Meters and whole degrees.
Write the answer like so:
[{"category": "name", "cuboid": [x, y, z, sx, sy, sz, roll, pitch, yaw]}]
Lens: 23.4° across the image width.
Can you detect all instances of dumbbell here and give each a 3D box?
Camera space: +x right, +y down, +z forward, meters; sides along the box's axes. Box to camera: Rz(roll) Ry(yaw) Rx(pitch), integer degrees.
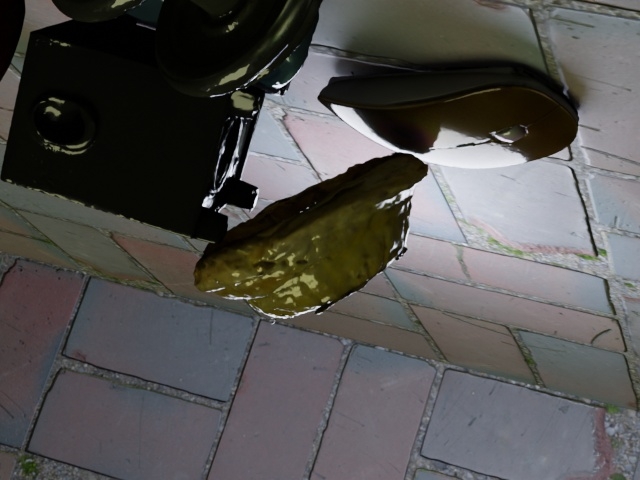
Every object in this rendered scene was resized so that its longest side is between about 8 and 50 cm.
[{"category": "dumbbell", "cuboid": [-0.124, -0.244, 1.370, 0.192, 0.192, 0.290, 3, 159, 45]}]

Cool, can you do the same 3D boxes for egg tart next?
[{"category": "egg tart", "cuboid": [0.000, 0.000, 1.709, 0.115, 0.290, 0.290, 63, 153, -8]}]

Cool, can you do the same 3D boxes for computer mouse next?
[{"category": "computer mouse", "cuboid": [0.133, -0.133, 1.691, 0.310, 0.071, 0.158, 2, 160, 44]}]

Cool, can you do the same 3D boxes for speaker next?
[{"category": "speaker", "cuboid": [-0.187, -0.134, 1.711, 0.254, 0.184, 0.232, 17, -164, 5]}]

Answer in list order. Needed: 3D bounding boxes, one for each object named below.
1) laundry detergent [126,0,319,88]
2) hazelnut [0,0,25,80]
[{"category": "laundry detergent", "cuboid": [-0.151, -0.249, 1.558, 0.290, 0.094, 0.143, 22, 178, -13]}, {"category": "hazelnut", "cuboid": [-0.486, -0.245, 1.507, 0.402, 0.402, 0.429, 30, 163, -36]}]
